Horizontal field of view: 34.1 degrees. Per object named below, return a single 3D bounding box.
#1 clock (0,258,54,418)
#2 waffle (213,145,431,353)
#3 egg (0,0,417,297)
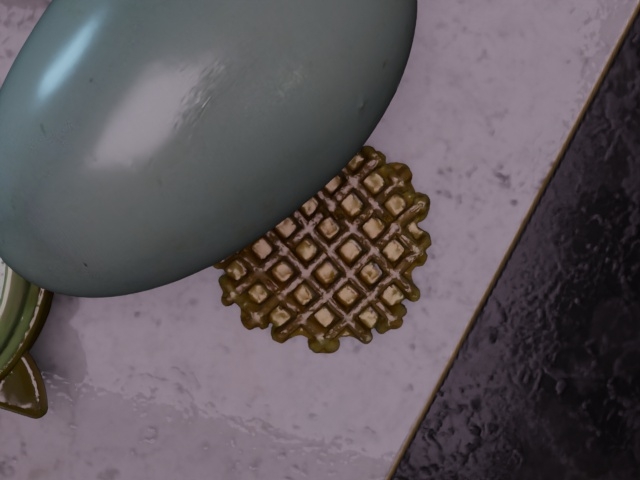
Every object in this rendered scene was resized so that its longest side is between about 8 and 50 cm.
[{"bbox_3d":[-0.349,0.008,0.815,0.348,0.117,0.286,22,93,-3],"label":"clock"},{"bbox_3d":[0.003,0.004,0.857,0.191,0.038,0.191,0,93,-2],"label":"waffle"},{"bbox_3d":[-0.083,-0.112,0.738,0.230,0.230,0.371,44,72,-3],"label":"egg"}]
